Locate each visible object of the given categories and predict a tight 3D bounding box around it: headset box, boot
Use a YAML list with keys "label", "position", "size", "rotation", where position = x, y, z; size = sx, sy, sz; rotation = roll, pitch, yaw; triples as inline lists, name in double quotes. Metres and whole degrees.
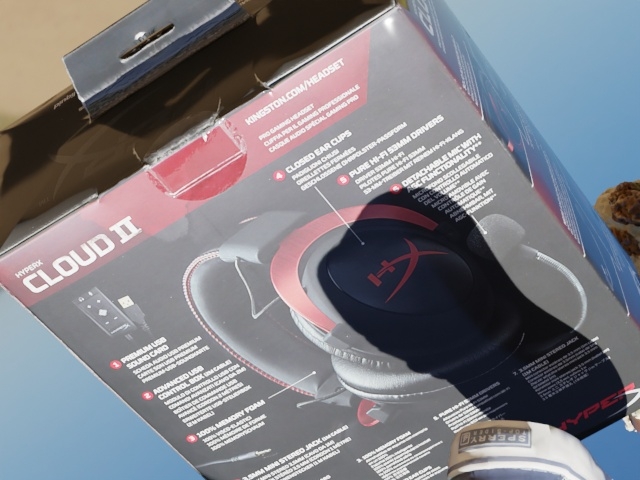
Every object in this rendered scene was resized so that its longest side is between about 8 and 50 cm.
- label: "headset box"
  position: [0.000, 0.000, 0.804]
  size: [0.218, 0.293, 0.110]
  rotation: [-31, -146, 16]
- label: "boot"
  position: [0.103, 0.142, 0.693]
  size: [0.069, 0.190, 0.086]
  rotation: [-11, -119, 32]

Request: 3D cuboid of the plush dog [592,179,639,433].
- label: "plush dog"
  position: [0.340, 0.036, 1.608]
  size: [0.210, 0.225, 0.262]
  rotation: [-37, 163, -20]
